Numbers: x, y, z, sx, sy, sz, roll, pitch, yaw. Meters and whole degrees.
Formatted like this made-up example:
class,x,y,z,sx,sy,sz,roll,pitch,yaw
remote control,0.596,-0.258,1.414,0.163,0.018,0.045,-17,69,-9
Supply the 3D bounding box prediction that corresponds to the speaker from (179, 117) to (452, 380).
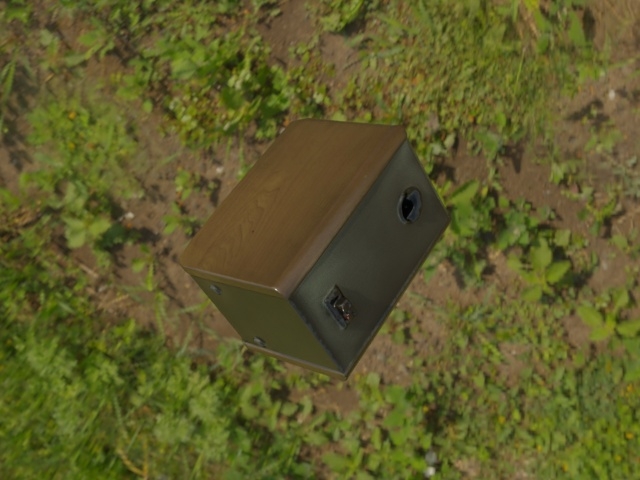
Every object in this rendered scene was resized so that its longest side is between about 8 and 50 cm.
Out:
class,x,y,z,sx,sy,sz,roll,pitch,yaw
speaker,0.000,0.000,1.020,0.193,0.231,0.153,10,145,43
